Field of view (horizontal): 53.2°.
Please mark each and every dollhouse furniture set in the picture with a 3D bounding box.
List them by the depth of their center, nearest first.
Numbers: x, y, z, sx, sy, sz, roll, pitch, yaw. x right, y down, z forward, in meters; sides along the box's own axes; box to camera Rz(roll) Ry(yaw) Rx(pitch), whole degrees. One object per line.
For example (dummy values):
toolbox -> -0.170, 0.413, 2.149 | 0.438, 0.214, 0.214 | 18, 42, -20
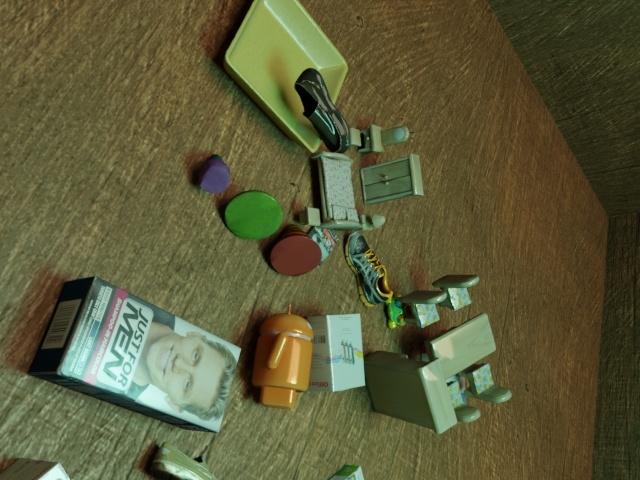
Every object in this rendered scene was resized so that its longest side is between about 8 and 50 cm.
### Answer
dollhouse furniture set -> 0.106, -0.188, 1.674 | 0.356, 0.174, 0.303 | 3, 79, -53
dollhouse furniture set -> 0.346, 0.322, 1.706 | 0.394, 0.256, 0.362 | -21, 99, -31

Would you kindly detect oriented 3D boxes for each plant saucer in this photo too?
plant saucer -> -0.093, -0.430, 1.582 | 0.333, 0.081, 0.332 | 44, 51, -35

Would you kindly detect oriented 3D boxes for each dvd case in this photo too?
dvd case -> 0.000, 0.000, 1.647 | 0.087, 0.013, 0.119 | 58, 43, -23

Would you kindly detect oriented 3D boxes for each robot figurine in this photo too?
robot figurine -> -0.081, 0.255, 1.403 | 0.158, 0.128, 0.219 | 27, 62, -43

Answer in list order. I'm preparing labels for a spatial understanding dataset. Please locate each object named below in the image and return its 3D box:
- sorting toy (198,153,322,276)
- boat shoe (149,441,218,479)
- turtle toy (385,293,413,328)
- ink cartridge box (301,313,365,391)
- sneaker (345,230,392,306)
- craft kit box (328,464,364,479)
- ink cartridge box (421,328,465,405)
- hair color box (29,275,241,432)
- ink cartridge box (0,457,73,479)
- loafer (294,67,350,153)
sorting toy -> -0.136, -0.072, 1.460 | 0.365, 0.127, 0.126 | 45, 21, -31
boat shoe -> -0.233, 0.443, 1.214 | 0.190, 0.068, 0.072 | 46, 37, -29
turtle toy -> 0.240, 0.199, 1.844 | 0.130, 0.066, 0.095 | -5, 86, -50
ink cartridge box -> 0.015, 0.265, 1.515 | 0.127, 0.128, 0.176 | 6, 78, -49
sneaker -> 0.135, 0.074, 1.737 | 0.084, 0.083, 0.214 | -32, 105, -47
craft kit box -> 0.038, 0.702, 1.504 | 0.247, 0.061, 0.249 | -21, 97, -47
ink cartridge box -> 0.375, 0.393, 1.950 | 0.134, 0.078, 0.231 | 16, 70, -47
hair color box -> -0.316, 0.215, 1.154 | 0.347, 0.105, 0.173 | 36, 56, -40
ink cartridge box -> -0.429, 0.391, 0.949 | 0.092, 0.143, 0.089 | -40, 112, -46
loafer -> -0.006, -0.302, 1.544 | 0.078, 0.080, 0.220 | -38, 106, -36
